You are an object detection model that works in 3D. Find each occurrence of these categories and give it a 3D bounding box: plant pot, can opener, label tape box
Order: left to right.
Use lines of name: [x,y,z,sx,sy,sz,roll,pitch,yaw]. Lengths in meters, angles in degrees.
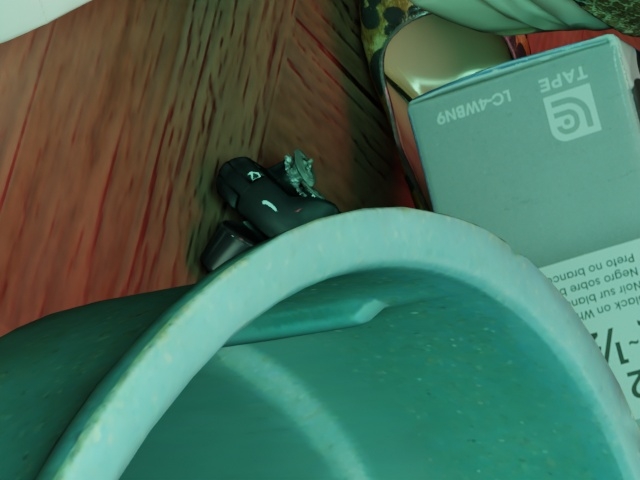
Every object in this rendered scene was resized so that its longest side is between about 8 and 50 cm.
plant pot: [-0.113,0.173,0.492,0.341,0.334,0.341,12,75,-57]
can opener: [0.000,0.000,0.965,0.059,0.073,0.186,55,17,27]
label tape box: [0.171,0.095,0.888,0.249,0.115,0.348,9,64,-65]

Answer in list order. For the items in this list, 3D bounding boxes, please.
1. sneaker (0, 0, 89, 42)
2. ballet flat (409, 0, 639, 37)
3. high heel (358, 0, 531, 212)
sneaker: [-0.102,-0.200,0.780,0.292,0.108,0.169,-51,130,-35]
ballet flat: [0.096,-0.209,0.898,0.164,0.182,0.483,31,28,-34]
high heel: [0.080,-0.055,0.995,0.186,0.093,0.261,-95,170,-61]
